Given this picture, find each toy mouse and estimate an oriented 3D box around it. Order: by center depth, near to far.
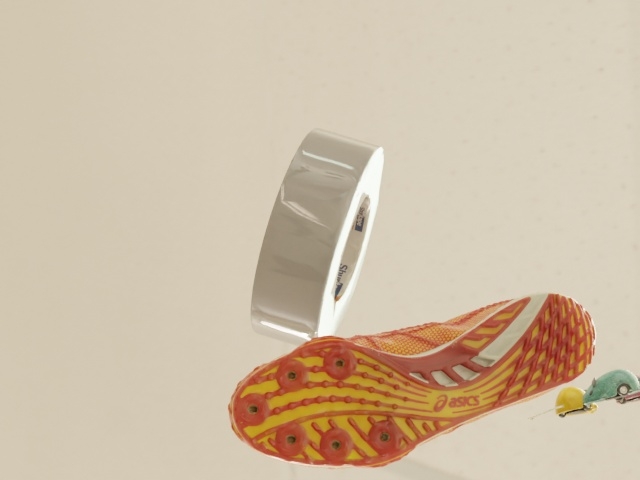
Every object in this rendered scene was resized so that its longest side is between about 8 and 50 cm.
[{"bbox_3d":[0.327,0.161,1.535,0.143,0.161,0.031,-26,-111,42],"label":"toy mouse"}]

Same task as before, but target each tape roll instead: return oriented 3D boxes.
[{"bbox_3d":[0.000,0.000,1.417,0.072,0.219,0.219,16,-62,9],"label":"tape roll"}]

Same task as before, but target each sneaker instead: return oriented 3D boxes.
[{"bbox_3d":[0.043,0.069,0.653,0.067,0.175,0.064,131,-53,-75],"label":"sneaker"}]
